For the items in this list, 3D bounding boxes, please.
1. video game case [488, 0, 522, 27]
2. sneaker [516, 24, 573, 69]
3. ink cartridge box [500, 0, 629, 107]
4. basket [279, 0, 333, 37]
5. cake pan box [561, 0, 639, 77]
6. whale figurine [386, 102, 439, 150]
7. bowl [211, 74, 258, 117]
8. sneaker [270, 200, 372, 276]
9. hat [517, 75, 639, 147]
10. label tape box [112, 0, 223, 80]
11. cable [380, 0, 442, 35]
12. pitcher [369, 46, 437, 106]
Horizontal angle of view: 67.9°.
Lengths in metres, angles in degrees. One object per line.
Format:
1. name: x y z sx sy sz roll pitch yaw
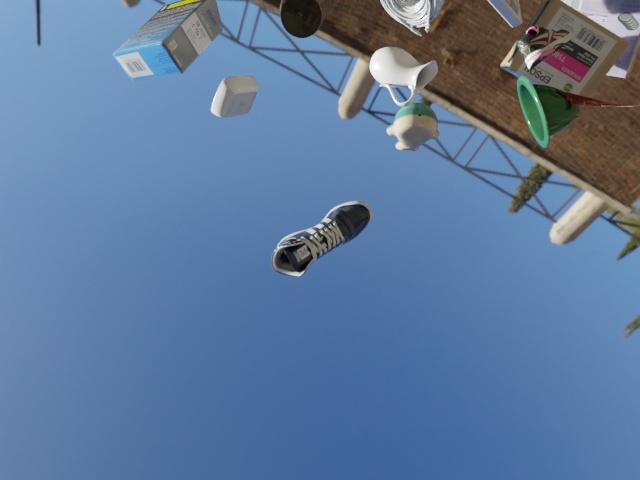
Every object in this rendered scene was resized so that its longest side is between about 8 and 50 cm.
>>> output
1. video game case: 0.280 -0.461 0.769 0.190 0.022 0.173 -1 -97 -51
2. sneaker: 0.495 -0.446 1.053 0.178 0.072 0.077 -36 -90 -40
3. ink cartridge box: 0.638 -0.490 1.256 0.235 0.193 0.088 27 -158 -6
4. basket: -0.051 -0.736 1.513 0.154 0.204 0.226 42 -154 -23
5. cake pan box: 0.886 -0.669 1.529 0.267 0.245 0.070 24 -130 33
6. whale figurine: 0.383 -0.466 1.966 0.217 0.272 0.141 4 -105 3
7. bowl: -0.258 -0.439 1.474 0.142 0.142 0.053 -24 -112 -45
8. sneaker: 0.000 0.000 1.198 0.099 0.282 0.153 60 -163 -10
9. hat: 0.584 -0.322 1.099 0.173 0.184 0.208 36 -144 -63
10. label tape box: -0.430 -0.635 1.442 0.241 0.106 0.333 7 -125 34
11. cable: 0.334 -0.912 1.737 0.257 0.257 0.089 35 -111 7
12. pitcher: 0.257 -0.549 1.592 0.207 0.177 0.125 32 177 29
